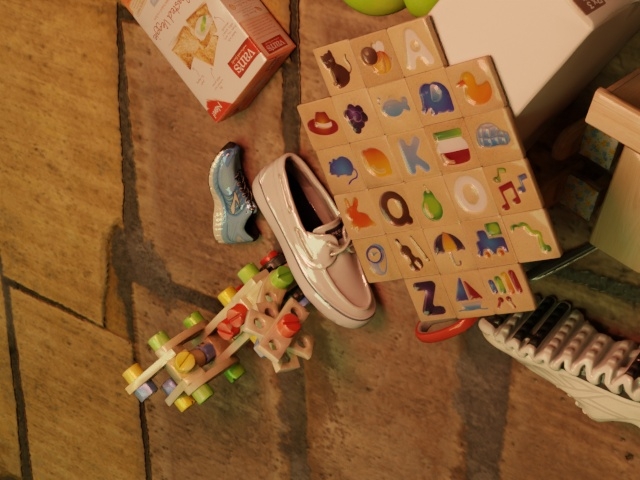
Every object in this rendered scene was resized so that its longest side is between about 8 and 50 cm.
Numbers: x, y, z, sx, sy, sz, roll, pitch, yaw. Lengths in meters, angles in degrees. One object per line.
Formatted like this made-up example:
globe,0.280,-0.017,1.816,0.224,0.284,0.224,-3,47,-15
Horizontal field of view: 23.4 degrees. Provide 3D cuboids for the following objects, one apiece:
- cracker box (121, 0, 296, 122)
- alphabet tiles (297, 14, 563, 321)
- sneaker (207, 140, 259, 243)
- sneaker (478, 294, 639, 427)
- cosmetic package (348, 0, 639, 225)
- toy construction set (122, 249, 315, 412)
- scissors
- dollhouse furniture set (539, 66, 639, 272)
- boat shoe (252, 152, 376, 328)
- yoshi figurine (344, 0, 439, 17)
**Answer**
cracker box,-0.156,-0.297,2.095,0.232,0.067,0.156,51,137,7
alphabet tiles,0.115,-0.070,1.708,0.285,0.011,0.342,-10,107,46
sneaker,-0.114,-0.068,2.205,0.073,0.063,0.162,9,124,20
sneaker,0.319,0.159,1.894,0.292,0.110,0.118,24,136,32
cosmetic package,0.203,-0.199,1.714,0.156,0.217,0.385,48,135,10
toy construction set,-0.123,0.129,2.195,0.328,0.215,0.151,-24,96,47
scissors,0.236,0.064,1.916,0.297,0.109,0.021,-18,122,45
dollhouse furniture set,0.349,-0.066,1.689,0.212,0.161,0.242,34,132,24
boat shoe,0.000,0.000,2.098,0.258,0.095,0.084,54,141,3
yoshi figurine,0.038,-0.404,1.754,0.203,0.203,0.362,-70,-44,-90
